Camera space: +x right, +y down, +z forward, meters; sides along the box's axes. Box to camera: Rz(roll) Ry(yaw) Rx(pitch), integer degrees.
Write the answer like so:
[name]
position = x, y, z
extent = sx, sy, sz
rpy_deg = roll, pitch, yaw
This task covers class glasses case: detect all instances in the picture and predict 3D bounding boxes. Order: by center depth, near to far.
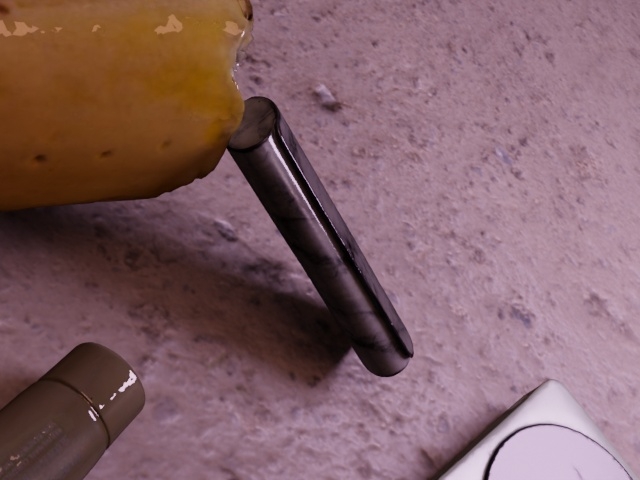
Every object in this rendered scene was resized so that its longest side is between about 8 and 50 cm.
[glasses case]
position = 0.000, 0.000, 1.050
extent = 0.299, 0.060, 0.114
rpy_deg = 59, 1, -30

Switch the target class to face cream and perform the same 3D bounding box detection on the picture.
[face cream]
position = -0.272, 0.214, 0.831
extent = 0.341, 0.084, 0.137
rpy_deg = -47, 125, -42

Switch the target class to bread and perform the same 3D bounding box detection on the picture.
[bread]
position = -0.303, -0.172, 0.964
extent = 0.394, 0.250, 0.361
rpy_deg = -9, 43, -34

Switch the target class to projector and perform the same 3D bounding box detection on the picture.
[projector]
position = 0.240, 0.308, 1.088
extent = 0.257, 0.079, 0.259
rpy_deg = -30, 78, -41
